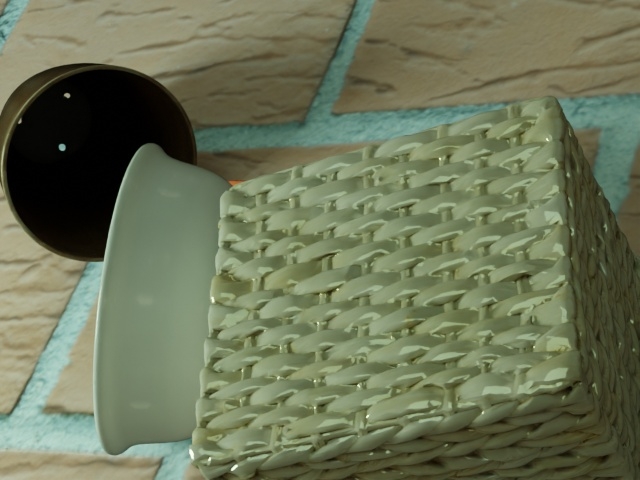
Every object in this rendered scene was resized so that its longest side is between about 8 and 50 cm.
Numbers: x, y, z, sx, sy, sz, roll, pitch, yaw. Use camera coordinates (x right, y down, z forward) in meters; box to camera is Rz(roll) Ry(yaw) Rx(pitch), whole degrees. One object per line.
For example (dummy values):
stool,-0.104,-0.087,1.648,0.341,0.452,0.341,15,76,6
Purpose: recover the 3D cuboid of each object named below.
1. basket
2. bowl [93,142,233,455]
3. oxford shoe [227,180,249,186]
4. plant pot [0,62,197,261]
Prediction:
basket,0.100,0.105,1.300,0.331,0.266,0.328,-14,45,18
bowl,-0.113,0.061,1.491,0.134,0.298,0.298,6,51,5
oxford shoe,0.000,0.000,1.602,0.271,0.097,0.098,2,73,38
plant pot,-0.279,-0.112,1.795,0.215,0.215,0.230,-41,29,-8
